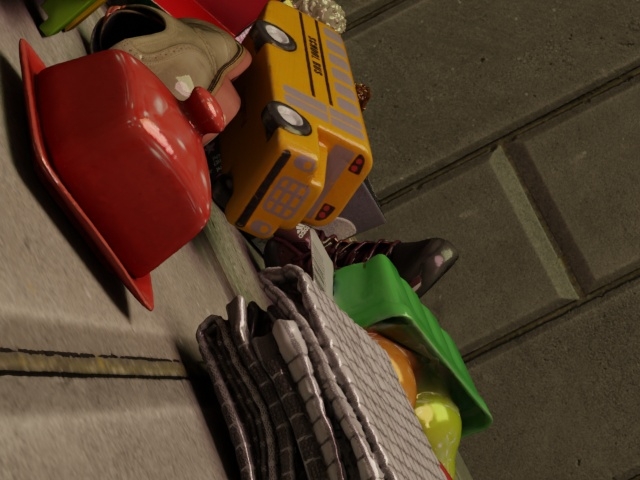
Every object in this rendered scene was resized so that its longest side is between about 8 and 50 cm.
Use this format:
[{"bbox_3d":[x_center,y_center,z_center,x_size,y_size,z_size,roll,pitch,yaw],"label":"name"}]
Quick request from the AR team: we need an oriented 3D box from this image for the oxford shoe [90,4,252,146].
[{"bbox_3d":[-0.147,-0.179,1.376,0.130,0.123,0.348,53,5,-18],"label":"oxford shoe"}]

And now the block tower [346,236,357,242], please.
[{"bbox_3d":[0.000,0.000,2.149,0.335,0.097,0.091,60,6,-45],"label":"block tower"}]

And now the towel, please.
[{"bbox_3d":[0.014,0.182,1.115,0.283,0.121,0.235,65,8,27],"label":"towel"}]

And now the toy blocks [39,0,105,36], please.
[{"bbox_3d":[-0.226,-0.328,1.178,0.261,0.191,0.381,50,6,-9],"label":"toy blocks"}]

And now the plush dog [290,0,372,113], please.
[{"bbox_3d":[-0.059,-0.209,2.146,0.225,0.262,0.210,52,40,-14],"label":"plush dog"}]

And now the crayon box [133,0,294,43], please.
[{"bbox_3d":[-0.129,-0.292,1.852,0.081,0.165,0.278,-2,-57,50],"label":"crayon box"}]

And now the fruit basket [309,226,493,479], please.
[{"bbox_3d":[0.057,0.210,1.439,0.327,0.165,0.353,50,33,-45],"label":"fruit basket"}]

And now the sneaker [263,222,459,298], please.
[{"bbox_3d":[0.020,0.024,1.642,0.162,0.281,0.106,51,49,-5],"label":"sneaker"}]

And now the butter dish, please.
[{"bbox_3d":[-0.121,-0.064,0.985,0.160,0.118,0.160,60,5,-39],"label":"butter dish"}]

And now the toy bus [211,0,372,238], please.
[{"bbox_3d":[-0.033,-0.121,1.468,0.130,0.108,0.332,26,27,-21],"label":"toy bus"}]

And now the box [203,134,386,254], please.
[{"bbox_3d":[-0.040,-0.087,1.758,0.247,0.163,0.142,55,11,-63],"label":"box"}]

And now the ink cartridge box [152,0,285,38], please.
[{"bbox_3d":[-0.156,-0.384,1.613,0.309,0.130,0.272,37,30,-33],"label":"ink cartridge box"}]
